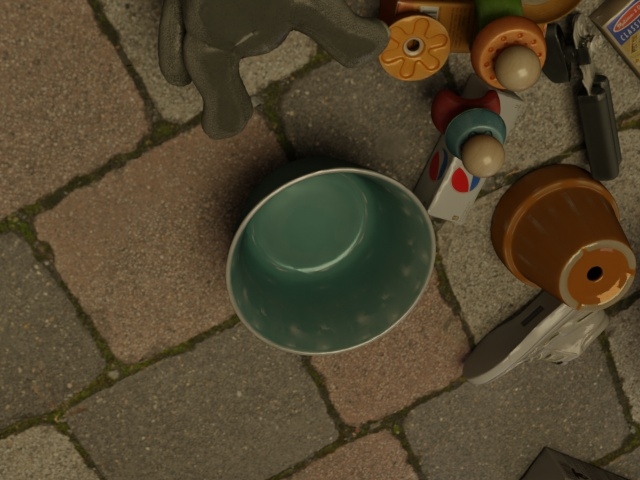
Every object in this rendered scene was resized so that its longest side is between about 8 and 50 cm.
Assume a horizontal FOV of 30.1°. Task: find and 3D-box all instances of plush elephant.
[{"bbox_3d":[-0.119,-0.339,1.516,0.272,0.255,0.330,-32,130,14],"label":"plush elephant"}]

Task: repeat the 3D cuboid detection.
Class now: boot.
[{"bbox_3d":[0.372,0.181,2.011,0.258,0.095,0.123,-40,115,7],"label":"boot"}]

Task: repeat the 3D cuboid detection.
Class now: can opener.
[{"bbox_3d":[0.405,-0.220,1.828,0.093,0.074,0.280,-6,125,28],"label":"can opener"}]

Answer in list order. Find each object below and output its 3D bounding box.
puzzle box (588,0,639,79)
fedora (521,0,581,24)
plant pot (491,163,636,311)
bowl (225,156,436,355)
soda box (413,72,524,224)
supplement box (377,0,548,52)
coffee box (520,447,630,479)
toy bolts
[{"bbox_3d":[0.639,-0.386,1.802,0.409,0.052,0.272,-44,120,10],"label":"puzzle box"},{"bbox_3d":[0.308,-0.396,1.646,0.194,0.079,0.194,1,86,-16],"label":"fedora"},{"bbox_3d":[0.398,0.010,1.871,0.205,0.188,0.205,-7,119,-12],"label":"plant pot"},{"bbox_3d":[0.000,0.000,1.769,0.311,0.163,0.311,-6,119,-12],"label":"bowl"},{"bbox_3d":[0.222,-0.138,1.807,0.069,0.074,0.216,15,113,-23],"label":"soda box"},{"bbox_3d":[0.204,-0.312,1.705,0.233,0.078,0.080,1,115,-17],"label":"supplement box"},{"bbox_3d":[0.490,0.501,2.220,0.246,0.098,0.141,25,109,-26],"label":"coffee box"},{"bbox_3d":[0.194,-0.198,1.619,0.218,0.158,0.228,-5,128,-4],"label":"toy bolts"}]
